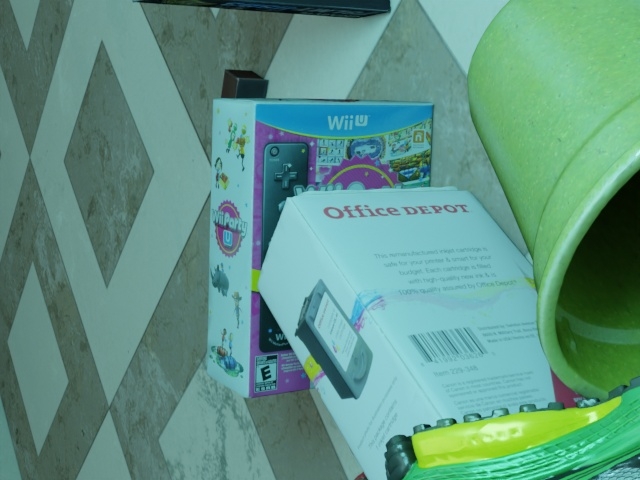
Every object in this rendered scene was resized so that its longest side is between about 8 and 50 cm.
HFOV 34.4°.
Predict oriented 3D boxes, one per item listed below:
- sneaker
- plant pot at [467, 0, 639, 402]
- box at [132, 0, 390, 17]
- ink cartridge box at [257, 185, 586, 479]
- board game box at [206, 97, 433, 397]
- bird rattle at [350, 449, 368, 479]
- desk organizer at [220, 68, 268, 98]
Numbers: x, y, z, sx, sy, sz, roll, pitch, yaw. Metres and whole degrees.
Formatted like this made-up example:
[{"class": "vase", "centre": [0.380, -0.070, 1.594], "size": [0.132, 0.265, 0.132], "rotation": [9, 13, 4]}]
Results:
[{"class": "sneaker", "centre": [0.214, 0.173, 0.662], "size": [0.344, 0.134, 0.146], "rotation": [-18, 60, 22]}, {"class": "plant pot", "centre": [0.233, -0.066, 0.736], "size": [0.253, 0.276, 0.276], "rotation": [-113, 35, -47]}, {"class": "box", "centre": [-0.058, -0.393, 1.095], "size": [0.073, 0.296, 0.293], "rotation": [10, 102, 56]}, {"class": "ink cartridge box", "centre": [0.109, 0.094, 0.948], "size": [0.306, 0.226, 0.131], "rotation": [56, 136, 40]}, {"class": "board game box", "centre": [0.000, 0.000, 1.113], "size": [0.097, 0.224, 0.303], "rotation": [16, 107, 57]}, {"class": "bird rattle", "centre": [0.059, 0.321, 1.094], "size": [0.143, 0.207, 0.253], "rotation": [16, 118, 37]}, {"class": "desk organizer", "centre": [-0.114, -0.170, 1.440], "size": [0.050, 0.047, 0.130], "rotation": [42, 127, 51]}]
